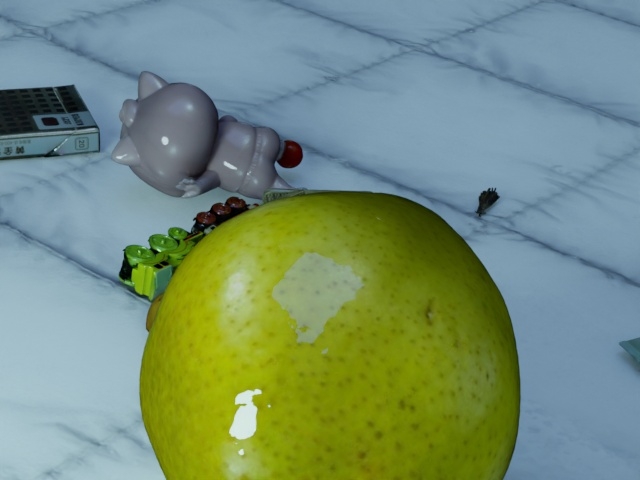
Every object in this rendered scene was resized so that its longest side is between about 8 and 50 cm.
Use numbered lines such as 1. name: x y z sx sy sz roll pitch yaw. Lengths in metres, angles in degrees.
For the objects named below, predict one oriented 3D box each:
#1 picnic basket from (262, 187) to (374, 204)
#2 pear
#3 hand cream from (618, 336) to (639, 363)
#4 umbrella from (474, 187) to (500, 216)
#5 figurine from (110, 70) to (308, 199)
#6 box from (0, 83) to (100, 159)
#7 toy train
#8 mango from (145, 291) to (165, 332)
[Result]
1. picnic basket: 0.000 0.000 1.863 0.164 0.115 0.079 1 26 -9
2. pear: 0.013 0.128 1.360 0.362 0.362 0.418 12 33 13
3. hand cream: 0.470 0.125 1.780 0.205 0.050 0.078 -10 30 -18
4. umbrella: 0.240 -0.056 2.120 0.031 0.020 0.083 12 33 15
5. figurine: -0.156 -0.118 2.067 0.287 0.176 0.186 13 -18 -18
6. box: -0.507 -0.172 2.181 0.324 0.047 0.180 -6 29 -21
7. toy train: -0.159 0.006 1.897 0.085 0.053 0.249 29 35 24
8. mango: -0.156 0.085 1.731 0.080 0.060 0.114 19 27 20
